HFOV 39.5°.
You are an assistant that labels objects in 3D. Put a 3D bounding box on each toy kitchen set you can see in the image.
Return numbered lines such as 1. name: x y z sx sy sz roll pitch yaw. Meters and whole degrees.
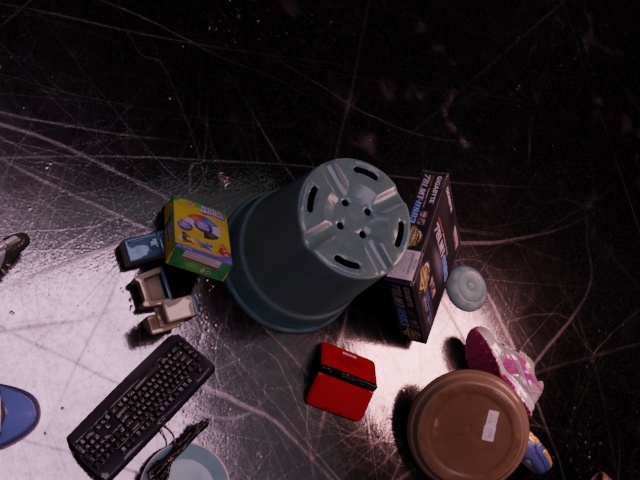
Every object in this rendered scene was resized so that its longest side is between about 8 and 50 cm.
1. toy kitchen set: -0.304 0.069 1.806 0.122 0.166 0.207 -15 81 -29

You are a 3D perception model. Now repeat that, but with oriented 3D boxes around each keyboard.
1. keyboard: -0.324 0.351 1.767 0.201 0.033 0.317 42 61 2

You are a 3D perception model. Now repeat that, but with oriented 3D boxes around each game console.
1. game console: 0.045 0.314 1.989 0.144 0.085 0.124 23 34 -19

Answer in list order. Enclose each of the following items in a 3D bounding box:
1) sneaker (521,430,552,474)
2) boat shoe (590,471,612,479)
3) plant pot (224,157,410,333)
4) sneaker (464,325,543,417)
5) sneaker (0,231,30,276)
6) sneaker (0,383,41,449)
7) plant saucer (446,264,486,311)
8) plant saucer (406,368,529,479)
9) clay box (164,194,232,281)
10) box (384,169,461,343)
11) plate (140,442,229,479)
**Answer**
1. sneaker: 0.402 0.463 2.078 0.296 0.112 0.131 41 73 -3
2. boat shoe: 0.609 0.668 2.102 0.324 0.122 0.120 -31 84 -39
3. plant pot: 0.000 0.000 1.884 0.341 0.334 0.341 8 71 -23
4. sneaker: 0.444 0.303 2.148 0.111 0.103 0.252 -40 100 -35
5. sneaker: -0.629 0.091 1.695 0.229 0.086 0.132 -36 96 -21
6. sneaker: -0.632 0.299 1.528 0.323 0.236 0.130 3 73 -25
7. plant saucer: 0.367 0.116 2.208 0.119 0.021 0.119 8 71 -24
8. plant saucer: 0.333 0.429 1.998 0.278 0.041 0.278 0 91 1
9. clay box: -0.257 -0.016 1.856 0.127 0.053 0.222 20 30 -24
10. box: 0.238 0.042 2.030 0.073 0.295 0.293 13 61 21
11. plate: -0.271 0.496 1.767 0.188 0.024 0.188 8 71 -25
